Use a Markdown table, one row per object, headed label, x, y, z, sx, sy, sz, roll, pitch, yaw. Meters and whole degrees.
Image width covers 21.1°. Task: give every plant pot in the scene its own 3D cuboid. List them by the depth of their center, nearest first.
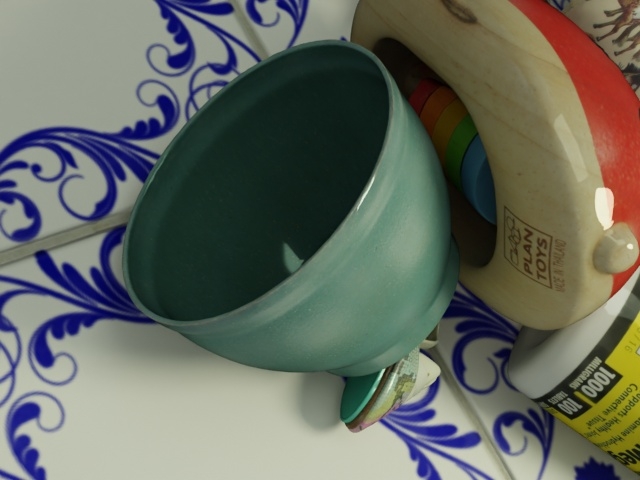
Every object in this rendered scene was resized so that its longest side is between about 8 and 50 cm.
| label | x | y | z | sx | sy | sz | roll | pitch | yaw |
| --- | --- | --- | --- | --- | --- | --- | --- | --- | --- |
| plant pot | 0.000 | 0.000 | 1.503 | 0.196 | 0.293 | 0.293 | 43 | 47 | -35 |

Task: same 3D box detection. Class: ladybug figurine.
| label | x | y | z | sx | sy | sz | roll | pitch | yaw |
| --- | --- | --- | --- | --- | --- | --- | --- | --- | --- |
| ladybug figurine | 0.174 | -0.097 | 1.564 | 0.161 | 0.305 | 0.449 | -17 | 39 | -17 |

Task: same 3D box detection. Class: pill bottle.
| label | x | y | z | sx | sy | sz | roll | pitch | yaw |
| --- | --- | --- | --- | --- | --- | --- | --- | --- | --- |
| pill bottle | 0.361 | 0.152 | 1.636 | 0.334 | 0.188 | 0.188 | 35 | 53 | -5 |

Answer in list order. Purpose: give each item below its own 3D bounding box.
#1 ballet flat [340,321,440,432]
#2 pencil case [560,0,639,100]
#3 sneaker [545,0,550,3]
| label | x | y | z | sx | sy | sz | roll | pitch | yaw |
| --- | --- | --- | --- | --- | --- | --- | --- | --- | --- |
| ballet flat | 0.077 | 0.090 | 1.601 | 0.079 | 0.077 | 0.222 | 31 | 50 | -24 |
| pencil case | 0.395 | -0.081 | 1.803 | 0.183 | 0.160 | 0.410 | -2 | 64 | -40 |
| sneaker | 0.166 | -0.239 | 1.744 | 0.281 | 0.106 | 0.163 | 26 | 37 | -43 |
